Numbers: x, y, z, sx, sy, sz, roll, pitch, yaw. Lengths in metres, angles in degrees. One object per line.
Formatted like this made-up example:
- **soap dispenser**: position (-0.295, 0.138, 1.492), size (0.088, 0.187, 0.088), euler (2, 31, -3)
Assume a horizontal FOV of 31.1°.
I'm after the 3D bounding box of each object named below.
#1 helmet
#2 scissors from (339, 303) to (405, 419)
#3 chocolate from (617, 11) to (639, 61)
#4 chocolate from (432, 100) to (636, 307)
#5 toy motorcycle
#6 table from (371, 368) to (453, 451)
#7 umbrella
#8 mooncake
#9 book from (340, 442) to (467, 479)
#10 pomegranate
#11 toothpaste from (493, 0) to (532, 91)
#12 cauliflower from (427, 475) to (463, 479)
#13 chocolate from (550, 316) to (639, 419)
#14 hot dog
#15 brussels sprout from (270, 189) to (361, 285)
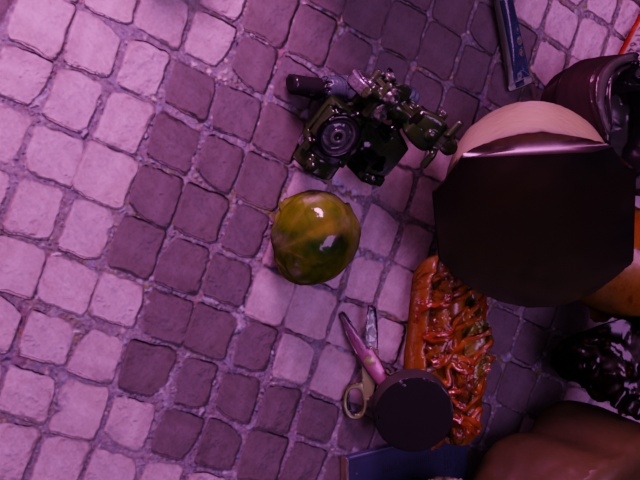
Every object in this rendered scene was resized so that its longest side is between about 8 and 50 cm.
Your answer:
- **helmet**: position (0.513, -0.208, 2.105), size (0.305, 0.177, 0.225), euler (46, 59, -42)
- **scissors**: position (0.085, 0.201, 1.929), size (0.134, 0.020, 0.187), euler (-16, 96, -1)
- **chocolate**: position (0.697, -0.332, 2.256), size (0.235, 0.108, 0.237), euler (38, 73, -32)
- **chocolate**: position (0.346, -0.092, 1.922), size (0.314, 0.297, 0.326), euler (-6, 130, 9)
- **toy motorcycle**: position (0.092, -0.163, 1.829), size (0.275, 0.127, 0.205), euler (24, 112, -43)
- **table**: position (0.153, 0.283, 1.913), size (0.134, 0.043, 0.133), euler (-1, 103, -2)
- **umbrella**: position (0.056, -0.239, 1.866), size (0.251, 0.053, 0.052), euler (2, 92, -36)
- **mooncake**: position (0.483, 0.535, 2.108), size (0.467, 0.262, 0.466), euler (-9, 104, -38)
- **book**: position (0.152, 0.445, 2.023), size (0.269, 0.025, 0.190), euler (-7, 98, -33)
- **pomegranate**: position (0.554, 0.038, 2.135), size (0.233, 0.233, 0.233), euler (-4, 97, -34)
- **toothpaste**: position (0.339, -0.366, 2.055), size (0.057, 0.035, 0.197), euler (-24, 111, -23)
- **cauliflower**: position (0.198, 0.535, 1.951), size (0.315, 0.239, 0.256), euler (55, 39, -44)
- **chocolate**: position (0.547, 0.257, 2.126), size (0.224, 0.206, 0.177), euler (0, 65, -36)
- **hot dog**: position (0.226, 0.195, 1.987), size (0.158, 0.117, 0.348), euler (4, 93, -31)
- **brussels sprout**: position (0.002, -0.002, 1.814), size (0.149, 0.122, 0.151), euler (-21, 105, -28)
